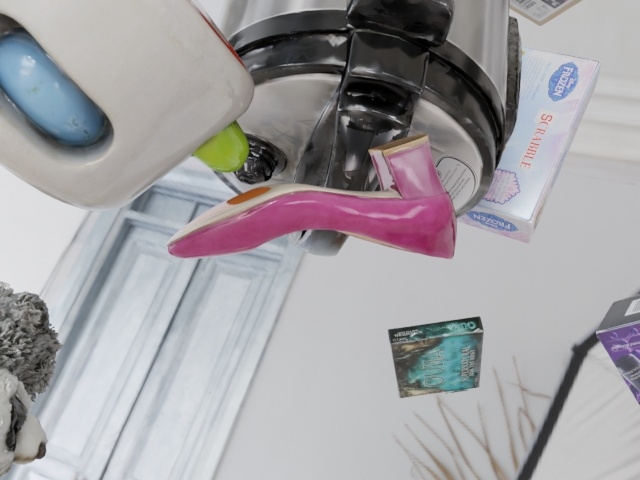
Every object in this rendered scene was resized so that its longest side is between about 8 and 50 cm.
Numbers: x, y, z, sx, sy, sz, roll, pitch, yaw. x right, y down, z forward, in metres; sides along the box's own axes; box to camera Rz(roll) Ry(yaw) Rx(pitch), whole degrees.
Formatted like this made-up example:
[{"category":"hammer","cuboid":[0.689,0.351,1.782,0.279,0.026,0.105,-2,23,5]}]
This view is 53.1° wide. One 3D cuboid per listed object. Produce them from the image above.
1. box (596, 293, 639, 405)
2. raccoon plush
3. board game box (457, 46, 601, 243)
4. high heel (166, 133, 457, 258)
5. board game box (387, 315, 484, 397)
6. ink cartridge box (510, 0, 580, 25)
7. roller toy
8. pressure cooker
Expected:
[{"category":"box","cuboid":[0.551,0.181,0.976,0.153,0.108,0.207,-31,-88,46]},{"category":"raccoon plush","cuboid":[-0.574,0.196,0.863,0.446,0.216,0.299,9,20,0]},{"category":"board game box","cuboid":[0.234,-0.184,1.023,0.318,0.318,0.066,20,-22,25]},{"category":"high heel","cuboid":[0.000,0.000,0.548,0.082,0.244,0.117,-155,-135,-70]},{"category":"board game box","cuboid":[0.166,0.172,0.919,0.126,0.026,0.186,-9,-37,6]},{"category":"ink cartridge box","cuboid":[0.526,-0.618,1.495,0.235,0.088,0.193,7,-21,-40]},{"category":"roller toy","cuboid":[-0.150,-0.122,0.392,0.209,0.146,0.191,55,6,16]},{"category":"pressure cooker","cuboid":[0.042,-0.192,0.791,0.375,0.420,0.370,-7,-32,31]}]
